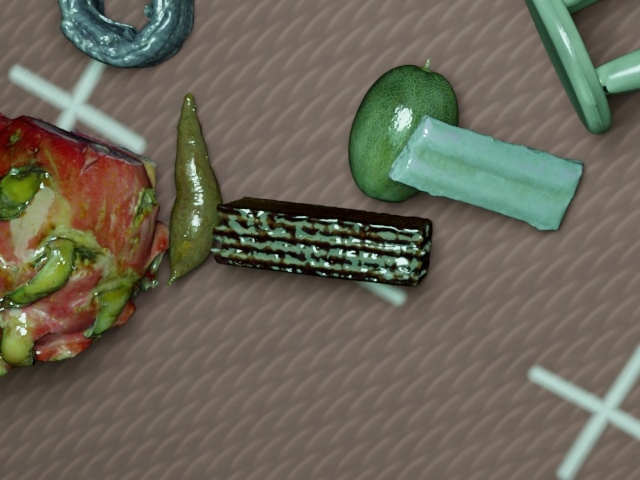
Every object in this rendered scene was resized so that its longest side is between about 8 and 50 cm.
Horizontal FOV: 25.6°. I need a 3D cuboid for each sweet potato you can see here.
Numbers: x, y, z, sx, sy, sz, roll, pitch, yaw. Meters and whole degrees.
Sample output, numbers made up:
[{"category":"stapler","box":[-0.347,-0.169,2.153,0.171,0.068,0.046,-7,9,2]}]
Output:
[{"category":"sweet potato","box":[-0.142,-0.058,1.636,0.068,0.068,0.226,4,89,11]}]

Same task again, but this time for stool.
[{"category":"stool","box":[0.330,-0.237,1.467,0.199,0.195,0.195,-26,90,7]}]

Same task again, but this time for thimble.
[{"category":"thimble","box":[-0.221,-0.269,1.613,0.150,0.098,0.150,1,94,10]}]

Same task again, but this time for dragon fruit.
[{"category":"dragon fruit","box":[-0.319,0.015,1.582,0.250,0.269,0.291,27,96,17]}]

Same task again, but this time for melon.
[{"category":"melon","box":[0.092,-0.122,1.558,0.114,0.114,0.167,20,101,9]}]

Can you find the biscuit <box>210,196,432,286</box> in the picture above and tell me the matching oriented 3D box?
[{"category":"biscuit","box":[0.000,0.000,1.590,0.252,0.106,0.070,7,98,11]}]

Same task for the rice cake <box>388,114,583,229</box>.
[{"category":"rice cake","box":[0.183,-0.073,1.526,0.226,0.040,0.085,15,103,-26]}]
